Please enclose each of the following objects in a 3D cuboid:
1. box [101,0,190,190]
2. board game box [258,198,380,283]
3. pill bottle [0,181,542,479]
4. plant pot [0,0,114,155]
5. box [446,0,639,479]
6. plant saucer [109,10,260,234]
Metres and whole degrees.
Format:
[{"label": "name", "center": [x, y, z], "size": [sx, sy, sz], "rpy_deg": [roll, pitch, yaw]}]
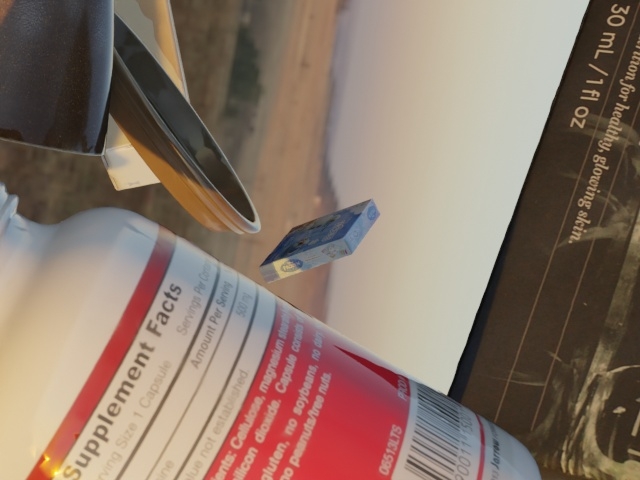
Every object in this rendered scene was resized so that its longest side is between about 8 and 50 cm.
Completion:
[{"label": "box", "center": [-0.243, -0.238, 2.029], "size": [0.148, 0.121, 0.311], "rpy_deg": [87, -9, -72]}, {"label": "board game box", "center": [0.000, 0.000, 1.403], "size": [0.020, 0.090, 0.090], "rpy_deg": [64, 27, -15]}, {"label": "pill bottle", "center": [-0.091, 0.125, 0.930], "size": [0.229, 0.408, 0.229], "rpy_deg": [-56, -169, 16]}, {"label": "plant pot", "center": [-0.256, -0.206, 1.277], "size": [0.215, 0.215, 0.230], "rpy_deg": [-84, -172, -84]}, {"label": "box", "center": [0.400, 0.069, 1.258], "size": [0.297, 0.472, 0.480], "rpy_deg": [69, 38, -55]}, {"label": "plant saucer", "center": [-0.151, -0.113, 1.489], "size": [0.041, 0.278, 0.278], "rpy_deg": [-36, -174, 6]}]
